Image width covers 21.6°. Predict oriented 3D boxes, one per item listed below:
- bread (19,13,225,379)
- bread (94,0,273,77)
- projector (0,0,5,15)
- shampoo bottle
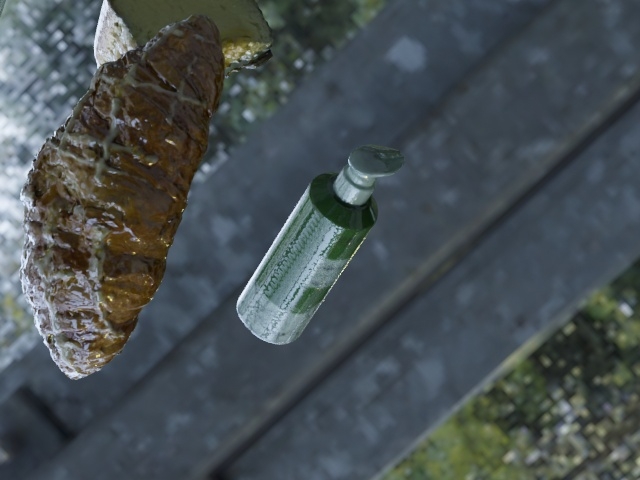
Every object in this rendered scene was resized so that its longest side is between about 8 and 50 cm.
[{"bbox_3d":[-0.127,-0.033,0.994,0.076,0.233,0.105,22,-179,-45],"label":"bread"},{"bbox_3d":[-0.145,-0.205,1.743,0.140,0.160,0.169,54,155,11],"label":"bread"},{"bbox_3d":[-0.372,-0.229,1.340,0.250,0.198,0.108,-6,-128,-34],"label":"projector"},{"bbox_3d":[0.000,0.000,1.336,0.065,0.204,0.065,17,-135,-17],"label":"shampoo bottle"}]
